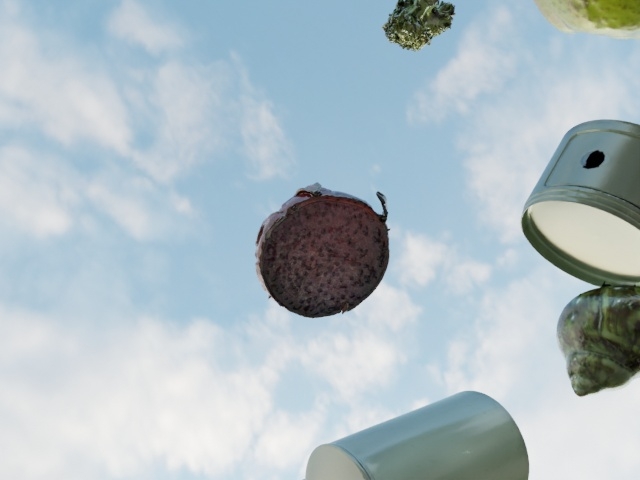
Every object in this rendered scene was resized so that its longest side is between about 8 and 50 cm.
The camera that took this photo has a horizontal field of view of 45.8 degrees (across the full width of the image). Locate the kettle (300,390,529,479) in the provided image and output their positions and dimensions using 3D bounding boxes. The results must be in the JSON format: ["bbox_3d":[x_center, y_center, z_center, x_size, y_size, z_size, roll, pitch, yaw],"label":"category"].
[{"bbox_3d":[0.138,0.371,1.236,0.318,0.265,0.205,-11,-65,-35],"label":"kettle"}]

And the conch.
[{"bbox_3d":[0.420,0.142,1.036,0.187,0.124,0.181,41,-73,-7],"label":"conch"}]

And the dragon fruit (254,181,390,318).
[{"bbox_3d":[-0.003,0.003,1.260,0.219,0.148,0.223,4,-71,-12],"label":"dragon fruit"}]

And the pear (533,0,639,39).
[{"bbox_3d":[0.525,-0.532,1.330,0.391,0.391,0.391,-5,-68,-12],"label":"pear"}]

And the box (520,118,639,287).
[{"bbox_3d":[0.427,-0.046,1.107,0.226,0.226,0.149,43,-111,-25],"label":"box"}]

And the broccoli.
[{"bbox_3d":[0.141,-0.310,1.056,0.097,0.092,0.095,22,-117,-13],"label":"broccoli"}]
